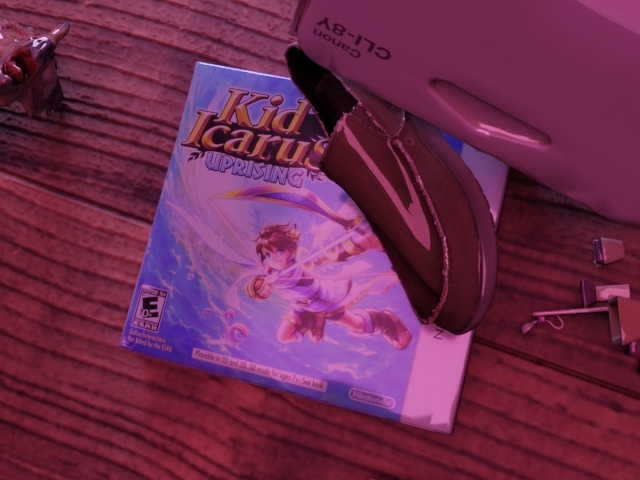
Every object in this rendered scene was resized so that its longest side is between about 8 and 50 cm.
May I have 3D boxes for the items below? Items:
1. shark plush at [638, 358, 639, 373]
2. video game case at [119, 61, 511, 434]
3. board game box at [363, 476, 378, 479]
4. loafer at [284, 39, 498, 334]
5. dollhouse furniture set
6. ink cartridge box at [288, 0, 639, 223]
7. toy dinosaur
[{"bbox_3d":[0.317,0.103,0.578,0.161,0.073,0.067,-1,110,5],"label":"shark plush"},{"bbox_3d":[0.000,0.000,0.646,0.270,0.061,0.244,12,82,12],"label":"video game case"},{"bbox_3d":[0.082,0.278,0.559,0.147,0.045,0.193,10,62,12],"label":"board game box"},{"bbox_3d":[0.039,-0.047,0.559,0.087,0.094,0.251,-11,65,-23],"label":"loafer"},{"bbox_3d":[0.184,0.040,0.581,0.081,0.114,0.091,-5,82,13],"label":"dollhouse furniture set"},{"bbox_3d":[0.191,-0.246,0.525,0.279,0.160,0.384,27,70,-4],"label":"ink cartridge box"},{"bbox_3d":[-0.336,-0.156,0.706,0.200,0.127,0.296,-45,64,-8],"label":"toy dinosaur"}]
